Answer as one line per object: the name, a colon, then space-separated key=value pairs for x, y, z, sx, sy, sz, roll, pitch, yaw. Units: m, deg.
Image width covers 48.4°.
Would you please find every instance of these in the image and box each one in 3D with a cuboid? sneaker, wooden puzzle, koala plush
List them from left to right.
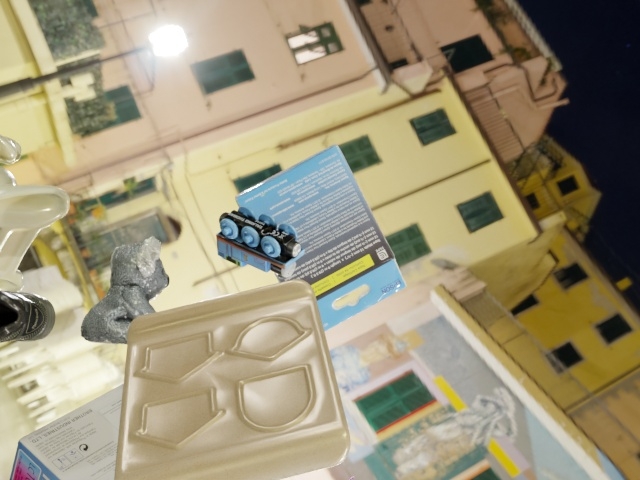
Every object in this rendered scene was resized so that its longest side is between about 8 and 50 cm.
sneaker: x=-0.492 y=0.095 z=0.959 sx=0.130 sy=0.227 sz=0.087 roll=63 pitch=33 yaw=-79
koala plush: x=-0.384 y=0.105 z=1.476 sx=0.196 sy=0.203 sz=0.221 roll=-8 pitch=-104 yaw=53
wooden puzzle: x=-0.137 y=0.228 z=1.082 sx=0.348 sy=0.322 sz=0.081 roll=-106 pitch=-177 yaw=-50

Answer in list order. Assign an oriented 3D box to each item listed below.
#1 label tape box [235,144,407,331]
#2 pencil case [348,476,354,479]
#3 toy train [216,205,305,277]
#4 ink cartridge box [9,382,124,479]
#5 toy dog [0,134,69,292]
label tape box: x=0.000 y=0.000 z=1.566 sx=0.348 sy=0.249 sz=0.115 roll=63 pitch=-5 yaw=-10
pencil case: x=0.025 y=0.751 z=1.994 sx=0.088 sy=0.206 sz=0.086 roll=60 pitch=-22 yaw=18
toy train: x=-0.115 y=0.006 z=1.337 sx=0.184 sy=0.080 sz=0.105 roll=22 pitch=-48 yaw=26
ink cartridge box: x=-0.284 y=0.440 z=1.195 sx=0.395 sy=0.270 sz=0.151 roll=31 pitch=-61 yaw=22
toy dog: x=-0.718 y=-0.103 z=1.261 sx=0.408 sy=0.395 sz=0.285 roll=47 pitch=-58 yaw=26
